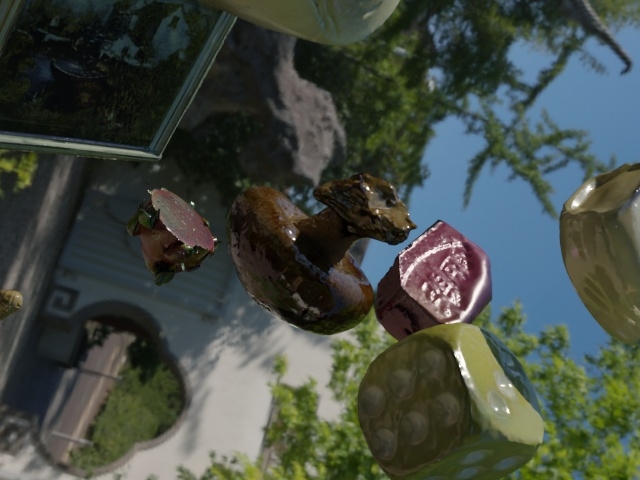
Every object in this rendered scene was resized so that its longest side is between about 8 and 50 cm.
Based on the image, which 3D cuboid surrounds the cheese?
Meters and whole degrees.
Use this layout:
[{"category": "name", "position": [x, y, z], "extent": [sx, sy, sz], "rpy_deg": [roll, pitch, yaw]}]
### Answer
[{"category": "cheese", "position": [0.447, 0.018, 1.199], "extent": [0.127, 0.233, 0.266], "rpy_deg": [-23, -168, 46]}]

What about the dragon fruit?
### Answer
[{"category": "dragon fruit", "position": [-0.208, 0.003, 1.215], "extent": [0.138, 0.142, 0.175], "rpy_deg": [-100, -150, -45]}]

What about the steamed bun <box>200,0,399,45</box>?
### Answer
[{"category": "steamed bun", "position": [-0.044, -0.243, 0.590], "extent": [0.155, 0.200, 0.250], "rpy_deg": [-53, 150, -13]}]

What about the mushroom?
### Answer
[{"category": "mushroom", "position": [-0.021, -0.004, 1.655], "extent": [0.334, 0.331, 0.356], "rpy_deg": [-71, -176, -76]}]

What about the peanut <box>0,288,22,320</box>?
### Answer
[{"category": "peanut", "position": [-0.606, 0.123, 1.616], "extent": [0.113, 0.054, 0.054], "rpy_deg": [-24, -142, 30]}]

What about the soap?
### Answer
[{"category": "soap", "position": [0.238, 0.102, 1.797], "extent": [0.325, 0.220, 0.127], "rpy_deg": [-36, 159, -47]}]

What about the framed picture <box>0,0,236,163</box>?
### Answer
[{"category": "framed picture", "position": [-0.209, -0.177, 0.860], "extent": [0.232, 0.019, 0.296], "rpy_deg": [-57, 156, 19]}]

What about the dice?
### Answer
[{"category": "dice", "position": [0.163, 0.214, 1.075], "extent": [0.169, 0.169, 0.166], "rpy_deg": [-39, -130, 29]}]
